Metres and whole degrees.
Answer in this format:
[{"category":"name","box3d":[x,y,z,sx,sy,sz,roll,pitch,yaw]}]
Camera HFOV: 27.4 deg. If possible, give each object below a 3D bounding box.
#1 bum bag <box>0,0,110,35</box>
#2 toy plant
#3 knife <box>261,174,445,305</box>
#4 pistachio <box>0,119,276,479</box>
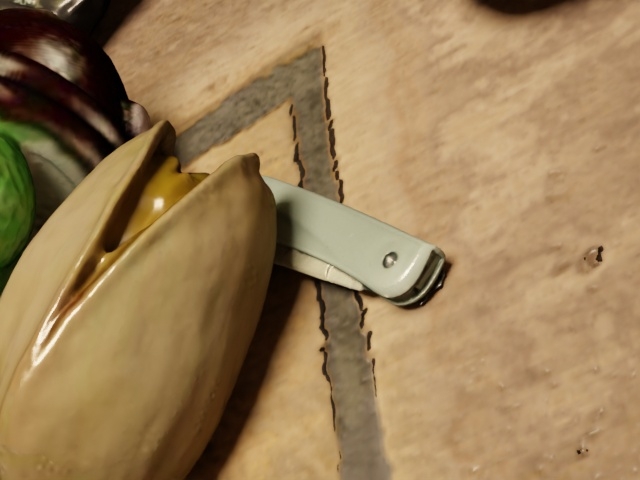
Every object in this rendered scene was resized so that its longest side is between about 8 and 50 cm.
[{"category":"bum bag","box3d":[-0.249,-0.102,0.941,0.340,0.095,0.144,-55,24,-9]},{"category":"toy plant","box3d":[-0.198,-0.010,0.756,0.175,0.218,0.235,14,49,0]},{"category":"knife","box3d":[0.000,0.000,0.675,0.162,0.023,0.044,24,76,50]},{"category":"pistachio","box3d":[-0.098,0.038,0.652,0.130,0.131,0.206,21,80,11]}]
